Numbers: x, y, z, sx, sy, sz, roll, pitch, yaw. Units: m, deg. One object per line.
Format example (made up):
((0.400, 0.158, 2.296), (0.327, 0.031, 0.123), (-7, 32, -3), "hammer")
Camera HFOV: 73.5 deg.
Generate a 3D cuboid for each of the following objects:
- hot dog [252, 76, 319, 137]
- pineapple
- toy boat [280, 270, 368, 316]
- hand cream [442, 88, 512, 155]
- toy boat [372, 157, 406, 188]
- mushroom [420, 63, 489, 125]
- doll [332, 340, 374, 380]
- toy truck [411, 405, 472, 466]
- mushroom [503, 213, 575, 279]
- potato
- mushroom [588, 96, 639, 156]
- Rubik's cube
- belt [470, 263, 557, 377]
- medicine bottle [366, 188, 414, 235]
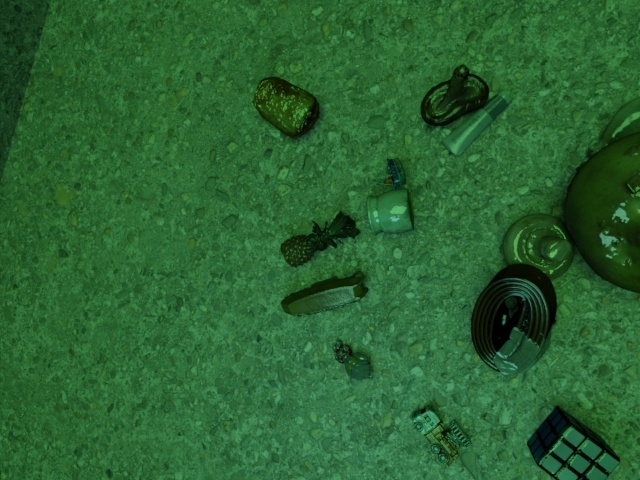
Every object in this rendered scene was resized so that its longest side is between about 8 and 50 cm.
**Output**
((-0.123, -0.490, 1.571), (0.259, 0.114, 0.175), (38, 103, 16), "hot dog")
((0.000, 0.000, 1.517), (0.277, 0.119, 0.130), (-29, 62, 11), "pineapple")
((0.010, 0.187, 1.501), (0.321, 0.121, 0.089), (-18, 108, 15), "toy boat")
((0.520, -0.392, 1.420), (0.255, 0.048, 0.079), (-44, 69, 12), "hand cream")
((0.227, -0.212, 1.430), (0.110, 0.175, 0.091), (-14, 118, 7), "toy boat")
((0.419, -0.477, 1.359), (0.227, 0.217, 0.148), (-32, 74, 11), "mushroom")
((0.112, 0.424, 1.493), (0.180, 0.079, 0.094), (39, 99, 25), "doll")
((0.390, 0.623, 1.402), (0.115, 0.080, 0.177), (-41, 79, 5), "toy truck")
((0.657, 0.030, 1.295), (0.206, 0.209, 0.206), (12, 116, 25), "mushroom")
((0.847, -0.054, 1.140), (0.319, 0.385, 0.442), (-21, 88, 14), "potato")
((0.913, -0.333, 1.284), (0.225, 0.093, 0.116), (-41, 99, 6), "mushroom")
((0.734, 0.619, 1.263), (0.163, 0.162, 0.160), (36, 98, 13), "Rubik's cube")
((0.578, 0.240, 1.284), (0.217, 0.122, 0.338), (18, 118, 32), "belt")
((0.234, -0.094, 1.436), (0.143, 0.147, 0.147), (-7, 86, 18), "medicine bottle")
